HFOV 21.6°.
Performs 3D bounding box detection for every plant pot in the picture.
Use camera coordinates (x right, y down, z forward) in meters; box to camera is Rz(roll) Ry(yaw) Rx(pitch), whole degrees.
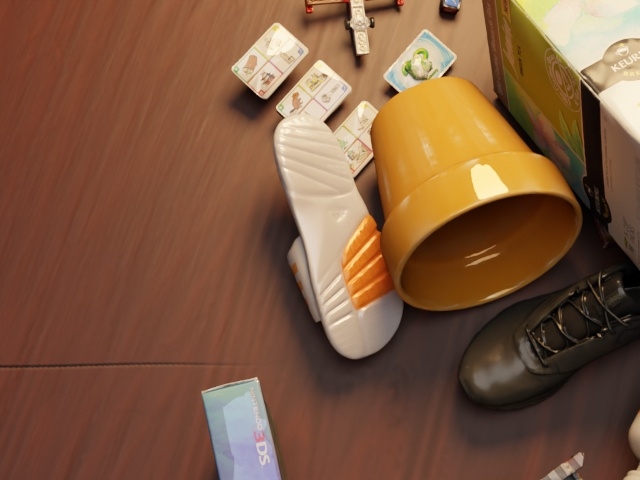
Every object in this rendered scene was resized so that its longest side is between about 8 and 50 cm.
[{"bbox_3d":[0.143,-0.060,1.750,0.205,0.205,0.188,-19,59,-5],"label":"plant pot"}]

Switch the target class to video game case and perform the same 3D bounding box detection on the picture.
[{"bbox_3d":[-0.051,0.288,1.616,0.061,0.244,0.269,-12,74,-2],"label":"video game case"}]

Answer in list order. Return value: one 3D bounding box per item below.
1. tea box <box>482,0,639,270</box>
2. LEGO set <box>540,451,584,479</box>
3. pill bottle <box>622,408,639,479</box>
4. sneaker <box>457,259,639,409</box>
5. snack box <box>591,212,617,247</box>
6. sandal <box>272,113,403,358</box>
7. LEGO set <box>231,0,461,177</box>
[{"bbox_3d":[0.381,-0.198,1.708,0.329,0.220,0.323,-28,51,-9],"label":"tea box"},{"bbox_3d":[0.260,0.343,1.594,0.192,0.255,0.331,-38,69,8],"label":"LEGO set"},{"bbox_3d":[0.405,0.178,1.689,0.152,0.152,0.272,31,77,9],"label":"pill bottle"},{"bbox_3d":[0.270,0.080,1.731,0.286,0.130,0.109,-29,78,-6],"label":"sneaker"},{"bbox_3d":[0.313,-0.083,1.831,0.064,0.022,0.178,-15,74,-4],"label":"snack box"},{"bbox_3d":[0.009,-0.003,1.785,0.102,0.076,0.265,-16,86,-26],"label":"sandal"},{"bbox_3d":[0.044,-0.214,1.874,0.182,0.060,0.244,41,80,-1],"label":"LEGO set"}]
